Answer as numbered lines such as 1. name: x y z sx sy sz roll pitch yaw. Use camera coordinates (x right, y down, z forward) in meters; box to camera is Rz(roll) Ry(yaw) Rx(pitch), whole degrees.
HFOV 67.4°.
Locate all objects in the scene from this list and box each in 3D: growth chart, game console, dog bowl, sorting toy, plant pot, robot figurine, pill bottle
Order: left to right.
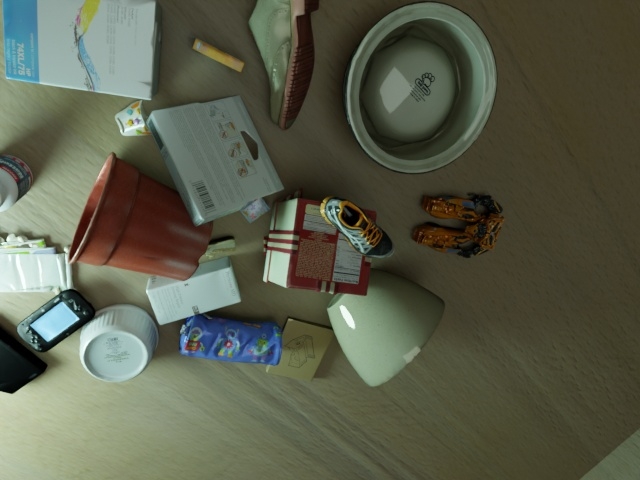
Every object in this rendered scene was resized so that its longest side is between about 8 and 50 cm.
1. pill bottle: -0.725 -0.122 1.069 0.107 0.180 0.108 -6 113 -13
2. growth chart: -0.755 0.064 1.224 0.237 0.021 0.172 6 109 -17
3. game console: -0.772 0.247 1.269 0.361 0.044 0.213 -35 116 4
4. sorting toy: -0.455 -0.286 1.161 0.075 0.045 0.084 -11 115 10
5. plant pot: -0.421 -0.034 1.159 0.264 0.272 0.273 22 104 -31
6. dog bowl: 0.237 -0.387 1.244 0.407 0.150 0.409 -5 112 -13
7. robot figurine: 0.435 -0.042 1.470 0.290 0.085 0.211 6 110 -17

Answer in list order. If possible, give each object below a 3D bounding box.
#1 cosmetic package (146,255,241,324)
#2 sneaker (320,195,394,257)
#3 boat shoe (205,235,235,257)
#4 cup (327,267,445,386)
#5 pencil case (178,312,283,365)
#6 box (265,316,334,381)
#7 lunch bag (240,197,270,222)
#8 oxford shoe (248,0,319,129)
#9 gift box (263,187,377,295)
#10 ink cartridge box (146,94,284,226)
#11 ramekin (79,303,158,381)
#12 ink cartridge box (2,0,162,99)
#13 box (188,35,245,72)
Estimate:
1. cosmetic package: -0.347 0.137 1.330 0.230 0.085 0.118 -16 115 -7
2. sneaker: 0.096 -0.026 1.136 0.214 0.083 0.084 35 77 -19
3. boat shoe: -0.299 0.025 1.316 0.135 0.050 0.045 -13 109 -10
4. cup: 0.160 0.216 1.401 0.237 0.331 0.331 43 96 -1
5. pencil case: -0.256 0.282 1.393 0.305 0.119 0.133 12 97 -19
6. box: -0.065 0.348 1.525 0.164 0.021 0.201 18 106 -21
7. lunch bag: -0.188 -0.100 1.296 0.071 0.053 0.083 -35 107 -1
8. oxford shoe: -0.096 -0.471 1.154 0.146 0.140 0.398 14 115 12
9. gift box: 0.000 0.000 1.281 0.254 0.258 0.277 13 85 -20
10. ink cartridge box: -0.249 -0.202 1.162 0.238 0.060 0.275 -25 89 -37
11. ramekin: -0.556 0.290 1.319 0.206 0.109 0.208 -5 112 -13
12. ink cartridge box: -0.481 -0.422 1.007 0.269 0.198 0.198 4 109 -16
13. box: -0.248 -0.439 1.128 0.136 0.081 0.028 19 106 -21
